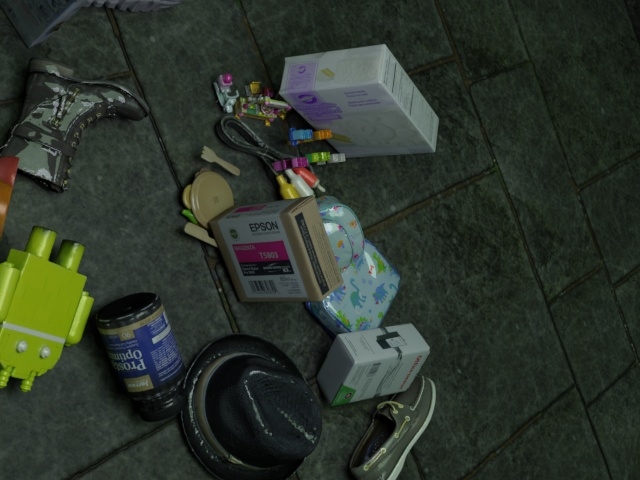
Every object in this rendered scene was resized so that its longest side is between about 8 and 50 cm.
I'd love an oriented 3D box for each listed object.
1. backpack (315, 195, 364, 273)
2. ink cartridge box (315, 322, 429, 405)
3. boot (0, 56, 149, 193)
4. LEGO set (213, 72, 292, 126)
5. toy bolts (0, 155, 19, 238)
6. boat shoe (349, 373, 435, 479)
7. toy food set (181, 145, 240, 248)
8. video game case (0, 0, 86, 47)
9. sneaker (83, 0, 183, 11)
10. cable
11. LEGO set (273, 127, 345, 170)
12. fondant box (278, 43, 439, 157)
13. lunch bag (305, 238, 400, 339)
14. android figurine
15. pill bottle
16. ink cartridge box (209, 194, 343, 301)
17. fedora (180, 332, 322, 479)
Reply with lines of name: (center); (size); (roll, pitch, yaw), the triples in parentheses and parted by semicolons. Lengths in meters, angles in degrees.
backpack: (0.000, 0.000, 1.795); (0.188, 0.144, 0.165); (-31, 113, -16)
ink cartridge box: (0.116, 0.271, 1.841); (0.208, 0.153, 0.087); (-4, 44, -33)
boot: (-0.462, -0.197, 1.560); (0.263, 0.091, 0.229); (17, 75, -31)
LEGO set: (-0.092, -0.335, 1.858); (0.287, 0.107, 0.132); (-25, 96, -39)
toy bolts: (-0.591, -0.068, 1.361); (0.159, 0.218, 0.228); (13, 53, -20)
boat shoe: (0.165, 0.421, 1.897); (0.091, 0.109, 0.305); (48, 59, -26)
toy food set: (-0.233, -0.084, 1.737); (0.132, 0.039, 0.192); (32, 61, -45)
video game case: (-0.523, -0.506, 1.463); (0.061, 0.244, 0.269); (-41, 106, -37)
sneaker: (-0.407, -0.555, 1.644); (0.321, 0.125, 0.180); (-8, 86, -40)
cable: (-0.097, -0.183, 1.842); (0.287, 0.072, 0.139); (50, 52, -21)
LEGO set: (-0.041, -0.202, 1.838); (0.227, 0.093, 0.087); (-14, 97, -61)
fondant box: (0.092, -0.295, 1.842); (0.330, 0.238, 0.096); (38, 56, -55)
lunch bag: (0.075, 0.113, 1.904); (0.176, 0.090, 0.219); (45, 57, -23)
android figurine: (-0.482, 0.119, 1.417); (0.248, 0.056, 0.272); (45, 58, -64)
pill bottle: (-0.320, 0.215, 1.535); (0.123, 0.123, 0.219); (-30, 112, -39)
ink cartridge box: (-0.091, 0.022, 1.678); (0.088, 0.235, 0.193); (-37, 113, -43)
fedora: (-0.108, 0.338, 1.669); (0.334, 0.152, 0.334); (10, 74, -37)
